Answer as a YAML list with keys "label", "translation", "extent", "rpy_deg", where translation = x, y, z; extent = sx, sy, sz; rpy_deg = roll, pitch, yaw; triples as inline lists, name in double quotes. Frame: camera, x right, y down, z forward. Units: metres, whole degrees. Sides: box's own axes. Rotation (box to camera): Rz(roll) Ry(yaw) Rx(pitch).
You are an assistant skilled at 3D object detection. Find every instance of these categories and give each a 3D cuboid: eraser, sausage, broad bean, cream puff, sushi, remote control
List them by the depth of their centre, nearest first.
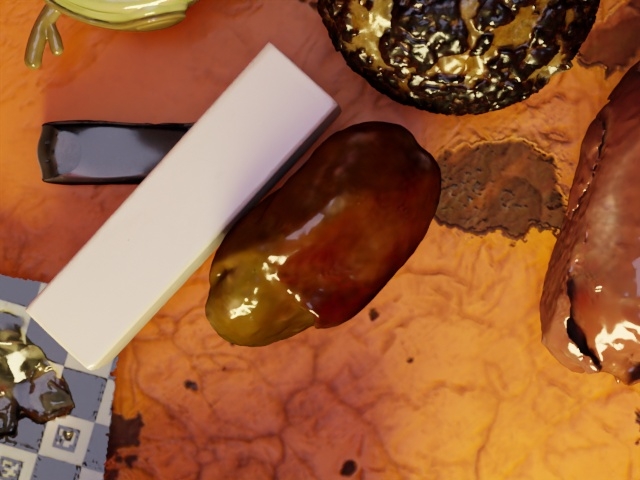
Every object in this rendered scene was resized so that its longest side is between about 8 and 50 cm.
- label: "cream puff"
  translation: [0.108, -0.216, 1.138]
  extent: [0.239, 0.165, 0.239]
  rpy_deg: [1, 96, 11]
- label: "sausage"
  translation: [0.272, -0.018, 1.140]
  extent: [0.152, 0.152, 0.279]
  rpy_deg: [18, 91, 4]
- label: "broad bean"
  translation: [0.002, 0.002, 1.160]
  extent: [0.122, 0.156, 0.228]
  rpy_deg: [43, 88, 8]
- label: "eraser"
  translation: [-0.112, -0.027, 1.178]
  extent: [0.078, 0.076, 0.298]
  rpy_deg: [43, 91, 2]
- label: "remote control"
  translation: [-0.142, -0.077, 1.233]
  extent: [0.212, 0.028, 0.059]
  rpy_deg: [-1, 93, 3]
- label: "sushi"
  translation: [-0.283, 0.121, 1.240]
  extent: [0.210, 0.040, 0.192]
  rpy_deg: [7, 90, -2]

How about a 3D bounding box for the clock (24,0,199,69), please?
- label: "clock"
  translation: [-0.168, -0.289, 1.201]
  extent: [0.308, 0.096, 0.235]
  rpy_deg: [-40, 88, 4]
